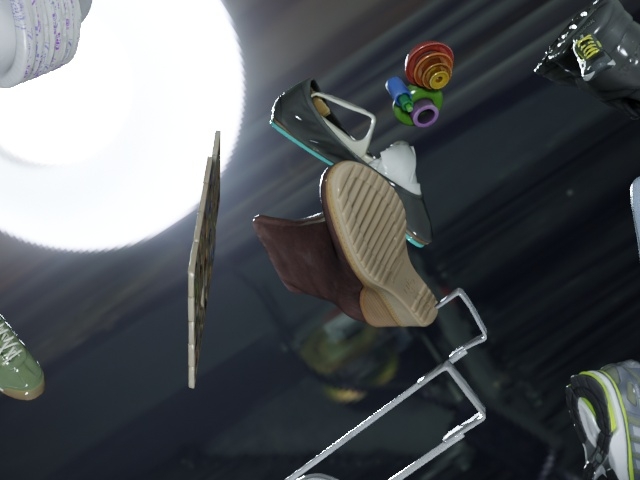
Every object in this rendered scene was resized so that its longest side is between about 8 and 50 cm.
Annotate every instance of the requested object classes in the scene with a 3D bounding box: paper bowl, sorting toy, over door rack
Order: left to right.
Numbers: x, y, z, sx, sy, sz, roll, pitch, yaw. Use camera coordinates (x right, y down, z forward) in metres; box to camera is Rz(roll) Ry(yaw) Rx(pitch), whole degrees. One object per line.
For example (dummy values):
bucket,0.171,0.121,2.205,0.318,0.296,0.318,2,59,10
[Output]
paper bowl,-0.402,-0.350,1.781,0.284,0.148,0.284,33,138,36
over door rack,0.050,0.218,1.246,0.108,0.324,0.239,40,-165,-3
sorting toy,0.097,-0.138,1.301,0.102,0.061,0.042,96,157,-43

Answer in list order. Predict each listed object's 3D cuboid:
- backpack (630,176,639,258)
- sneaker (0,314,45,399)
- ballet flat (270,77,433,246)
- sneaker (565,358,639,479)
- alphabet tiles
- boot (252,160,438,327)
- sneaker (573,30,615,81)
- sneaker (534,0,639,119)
backpack,0.409,0.011,1.172,0.213,0.263,0.277,-27,62,56
sneaker,-0.435,0.125,1.796,0.192,0.064,0.086,41,153,19
ballet flat,0.059,-0.111,1.818,0.280,0.096,0.095,40,-164,2
sneaker,0.455,0.311,2.026,0.111,0.121,0.300,25,133,56
alphabet tiles,-0.124,0.005,1.475,0.198,0.009,0.237,96,179,-49
boot,0.000,0.000,1.453,0.206,0.090,0.248,14,147,38
sneaker,0.244,-0.169,1.255,0.035,0.031,0.083,58,-171,-12
sneaker,0.306,-0.182,1.454,0.130,0.109,0.286,39,-168,0
